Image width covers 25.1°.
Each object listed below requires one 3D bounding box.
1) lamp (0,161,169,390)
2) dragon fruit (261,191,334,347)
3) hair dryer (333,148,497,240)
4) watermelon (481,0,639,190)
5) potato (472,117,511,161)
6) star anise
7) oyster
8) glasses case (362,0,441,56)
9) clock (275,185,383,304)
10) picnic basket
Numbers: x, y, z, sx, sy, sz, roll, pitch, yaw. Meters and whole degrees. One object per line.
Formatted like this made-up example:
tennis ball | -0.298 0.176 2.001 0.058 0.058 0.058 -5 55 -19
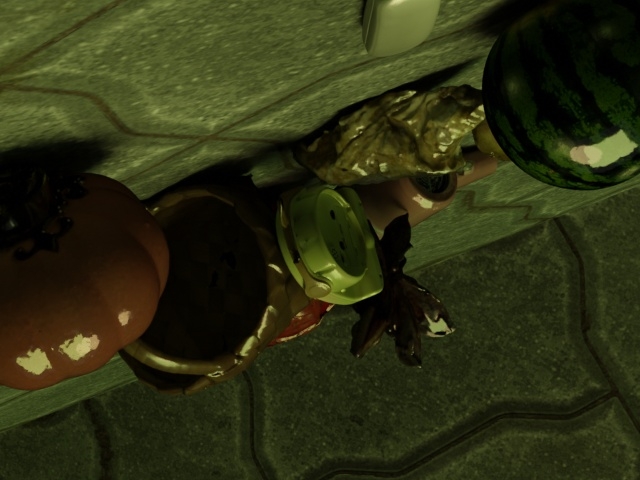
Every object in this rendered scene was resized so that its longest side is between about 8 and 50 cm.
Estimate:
lamp | -0.336 0.030 1.710 0.305 0.240 0.305 -14 -144 10
dragon fruit | -0.074 0.037 2.304 0.299 0.244 0.244 -46 165 10
hair dryer | 0.196 -0.108 2.404 0.352 0.125 0.210 -24 175 -41
watermelon | 0.330 -0.185 1.765 0.269 0.269 0.269 -18 170 -3
potato | 0.346 -0.183 2.301 0.200 0.081 0.164 -21 169 1
star anise | 0.092 0.074 2.180 0.212 0.283 0.129 -13 151 -39
oyster | 0.100 -0.133 2.000 0.341 0.110 0.166 -9 170 25
glasses case | 0.086 -0.243 1.542 0.074 0.049 0.193 -18 171 -5
clock | 0.000 0.000 2.016 0.069 0.170 0.232 -21 166 26
picnic basket | -0.213 0.073 2.036 0.337 0.293 0.337 -30 162 -11
